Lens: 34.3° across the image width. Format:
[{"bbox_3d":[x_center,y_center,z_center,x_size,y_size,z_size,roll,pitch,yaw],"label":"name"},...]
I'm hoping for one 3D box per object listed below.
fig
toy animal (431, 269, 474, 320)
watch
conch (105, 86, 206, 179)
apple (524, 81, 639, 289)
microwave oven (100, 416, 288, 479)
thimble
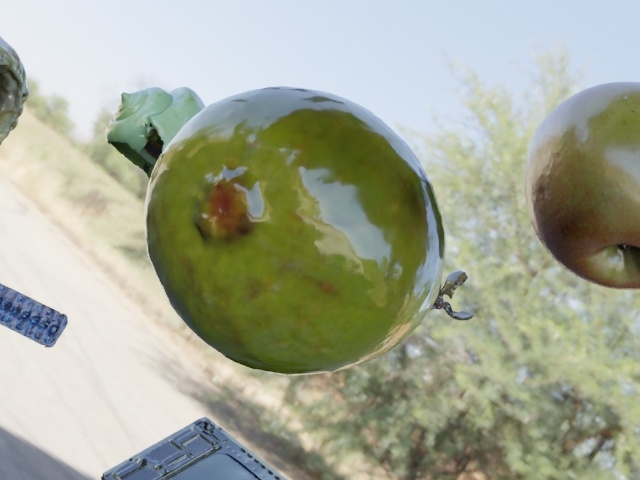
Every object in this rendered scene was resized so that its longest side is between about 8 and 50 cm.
[{"bbox_3d":[0.000,0.000,0.962,0.258,0.258,0.326,33,5,37],"label":"fig"},{"bbox_3d":[0.234,0.100,2.279,0.094,0.186,0.214,60,14,-53],"label":"toy animal"},{"bbox_3d":[-0.471,0.013,1.276,0.274,0.068,0.276,12,-32,14],"label":"watch"},{"bbox_3d":[-0.181,-0.101,1.396,0.251,0.137,0.143,56,-25,-9],"label":"conch"},{"bbox_3d":[0.466,-0.074,1.583,0.319,0.277,0.319,13,-42,12],"label":"apple"},{"bbox_3d":[-0.151,0.536,1.669,0.394,0.247,0.333,25,-46,46],"label":"microwave oven"},{"bbox_3d":[-0.482,-0.205,1.375,0.143,0.190,0.137,39,31,22],"label":"thimble"}]
